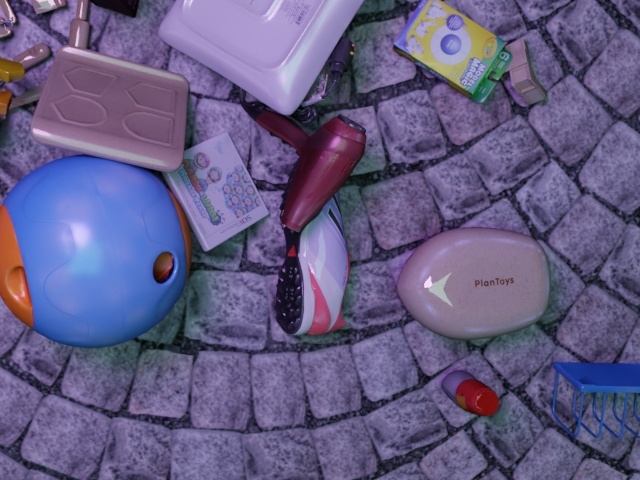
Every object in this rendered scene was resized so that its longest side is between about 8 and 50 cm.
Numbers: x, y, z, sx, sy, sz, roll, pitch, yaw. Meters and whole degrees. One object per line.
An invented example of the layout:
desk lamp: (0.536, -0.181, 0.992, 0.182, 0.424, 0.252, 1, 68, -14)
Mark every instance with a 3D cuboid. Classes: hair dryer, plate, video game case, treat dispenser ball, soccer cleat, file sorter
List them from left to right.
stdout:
treat dispenser ball: (-0.336, 0.015, 1.102, 0.288, 0.288, 0.288, -1, 97, -5)
video game case: (-0.169, -0.082, 1.200, 0.143, 0.019, 0.157, -34, 101, -40)
plate: (-0.086, -0.372, 1.119, 0.278, 0.045, 0.277, 34, 95, 16)
hair dryer: (-0.025, -0.157, 1.164, 0.080, 0.224, 0.293, 15, 71, -48)
soccer cleat: (0.000, 0.000, 1.239, 0.117, 0.109, 0.318, 6, 89, -35)
file sorter: (0.509, 0.283, 1.302, 0.170, 0.118, 0.104, 2, 100, -6)

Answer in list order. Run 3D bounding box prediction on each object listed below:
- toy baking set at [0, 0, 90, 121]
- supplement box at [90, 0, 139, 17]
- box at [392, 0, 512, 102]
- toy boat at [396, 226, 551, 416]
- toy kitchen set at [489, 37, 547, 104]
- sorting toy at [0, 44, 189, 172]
toy baking set: (-0.471, -0.303, 1.184, 0.197, 0.030, 0.256, 5, 97, -3)
supplement box: (-0.305, -0.415, 1.075, 0.073, 0.239, 0.130, 16, 95, -6)
box: (0.221, -0.315, 1.225, 0.179, 0.043, 0.105, 32, 93, -1)
toy boat: (0.253, 0.136, 1.260, 0.268, 0.148, 0.318, 1, 90, -11)
toy kitchen set: (0.334, -0.281, 1.262, 0.068, 0.075, 0.083, -19, 61, 33)
sorting toy: (-0.354, -0.207, 1.107, 0.307, 0.229, 0.041, 12, 133, -17)
